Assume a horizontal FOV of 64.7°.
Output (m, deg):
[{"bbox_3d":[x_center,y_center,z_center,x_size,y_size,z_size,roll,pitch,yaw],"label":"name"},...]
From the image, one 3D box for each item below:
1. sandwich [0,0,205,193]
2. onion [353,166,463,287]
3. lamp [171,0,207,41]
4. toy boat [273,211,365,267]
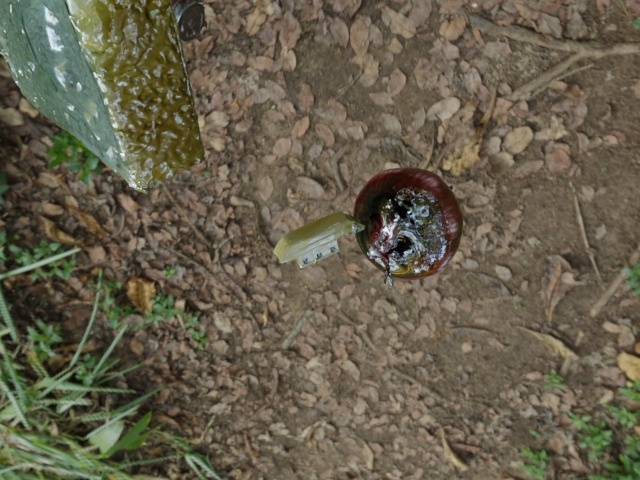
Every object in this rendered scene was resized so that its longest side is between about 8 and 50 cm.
[{"bbox_3d":[-0.243,-0.230,0.476,0.271,0.099,0.301,29,141,26],"label":"sandwich"},{"bbox_3d":[0.172,-0.023,1.130,0.273,0.285,0.273,27,134,31],"label":"onion"},{"bbox_3d":[-0.305,-0.422,0.839,0.258,0.180,0.180,37,123,10],"label":"lamp"},{"bbox_3d":[0.000,0.000,1.078,0.201,0.057,0.077,-25,127,-10],"label":"toy boat"}]
